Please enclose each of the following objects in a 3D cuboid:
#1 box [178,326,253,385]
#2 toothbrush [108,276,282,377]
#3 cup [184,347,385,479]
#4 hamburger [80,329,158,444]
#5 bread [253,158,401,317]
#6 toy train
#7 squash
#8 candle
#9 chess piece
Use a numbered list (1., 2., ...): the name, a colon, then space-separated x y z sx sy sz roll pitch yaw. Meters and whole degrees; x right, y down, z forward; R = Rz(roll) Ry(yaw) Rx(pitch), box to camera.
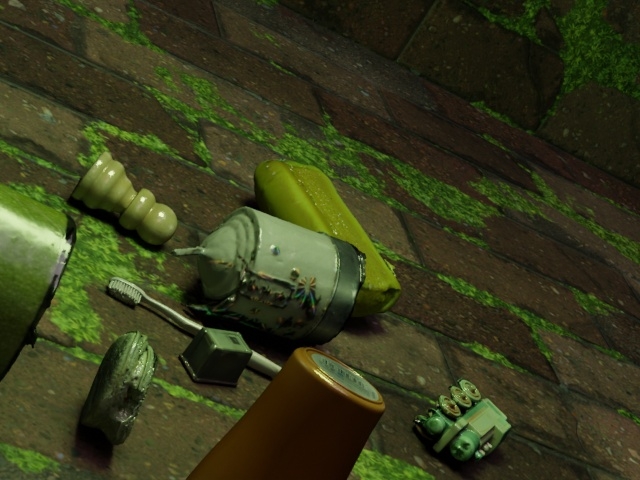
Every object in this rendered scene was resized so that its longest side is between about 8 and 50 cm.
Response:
1. box: -0.148 0.165 2.060 0.084 0.063 0.060 12 32 -42
2. toothbrush: -0.180 0.137 2.127 0.307 0.025 0.029 29 30 -10
3. cup: -0.031 0.275 1.759 0.182 0.264 0.226 39 10 34
4. hamburger: -0.247 0.182 1.790 0.062 0.140 0.133 28 -11 -14
5. bread: 0.000 0.000 2.544 0.166 0.112 0.383 12 32 -40
6. toy train: 0.231 0.296 2.303 0.125 0.081 0.194 43 22 11
7. squash: -0.503 0.012 1.624 0.384 0.263 0.263 25 23 -21
8. candle: -0.100 0.045 2.217 0.330 0.187 0.187 20 26 -30
9. chess piece: -0.306 -0.056 2.282 0.170 0.094 0.094 40 21 -7
